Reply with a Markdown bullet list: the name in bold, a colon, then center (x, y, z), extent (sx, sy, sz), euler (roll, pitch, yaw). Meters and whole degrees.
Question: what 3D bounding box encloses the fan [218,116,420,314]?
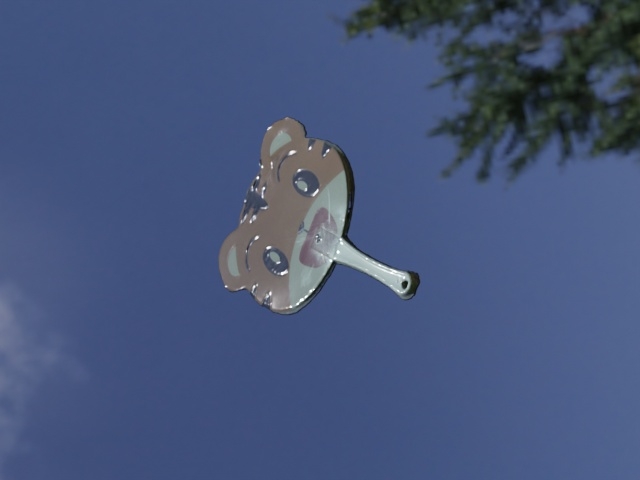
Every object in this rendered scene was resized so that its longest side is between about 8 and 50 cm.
- **fan**: center (0.000, 0.000, 1.185), extent (0.008, 0.227, 0.152), euler (13, -79, -41)
